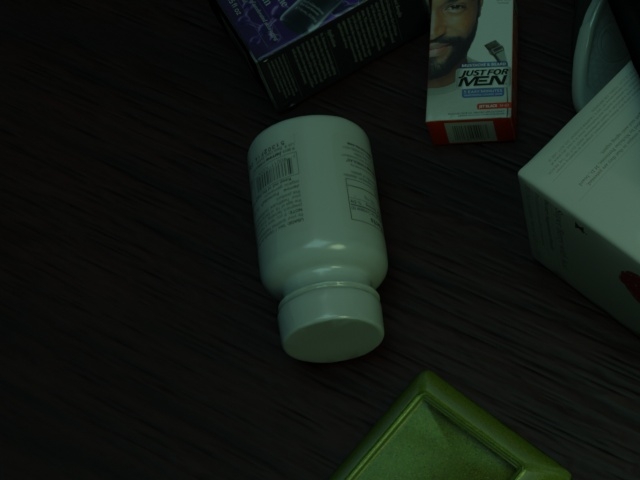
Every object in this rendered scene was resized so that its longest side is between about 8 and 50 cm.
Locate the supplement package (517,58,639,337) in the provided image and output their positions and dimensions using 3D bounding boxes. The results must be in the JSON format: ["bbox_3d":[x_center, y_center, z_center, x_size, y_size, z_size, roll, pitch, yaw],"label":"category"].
[{"bbox_3d":[0.356,0.001,1.460,0.175,0.177,0.293,-44,61,-13],"label":"supplement package"}]

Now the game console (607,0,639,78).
[{"bbox_3d":[0.458,-0.188,1.466,0.342,0.060,0.386,-7,46,-3],"label":"game console"}]

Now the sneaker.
[{"bbox_3d":[0.299,-0.271,1.674,0.147,0.104,0.296,12,90,61],"label":"sneaker"}]

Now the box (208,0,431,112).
[{"bbox_3d":[-0.003,-0.267,1.728,0.207,0.108,0.153,-31,60,-3],"label":"box"}]

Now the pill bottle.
[{"bbox_3d":[0.000,0.000,1.572,0.131,0.131,0.229,-11,61,7],"label":"pill bottle"}]

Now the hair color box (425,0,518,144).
[{"bbox_3d":[0.165,-0.189,1.678,0.093,0.053,0.167,-3,61,13],"label":"hair color box"}]

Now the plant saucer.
[{"bbox_3d":[0.108,0.232,1.473,0.188,0.045,0.188,35,75,27],"label":"plant saucer"}]
